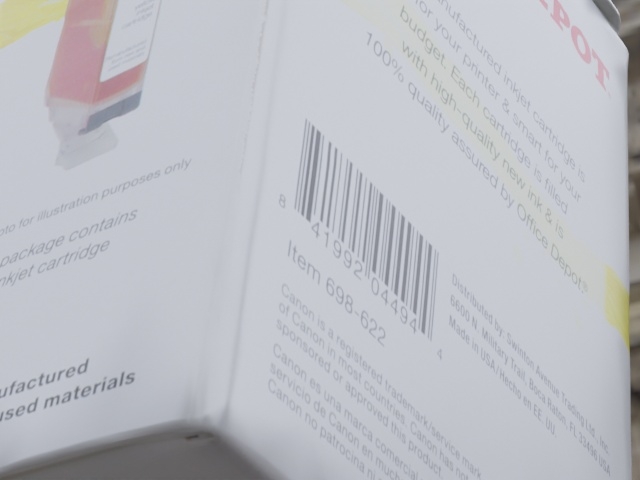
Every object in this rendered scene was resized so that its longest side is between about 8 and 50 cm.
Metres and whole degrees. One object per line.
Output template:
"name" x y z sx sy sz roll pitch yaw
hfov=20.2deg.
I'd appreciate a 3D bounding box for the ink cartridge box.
"ink cartridge box" 0.000 0.000 0.735 0.160 0.385 0.279 -19 -45 30
